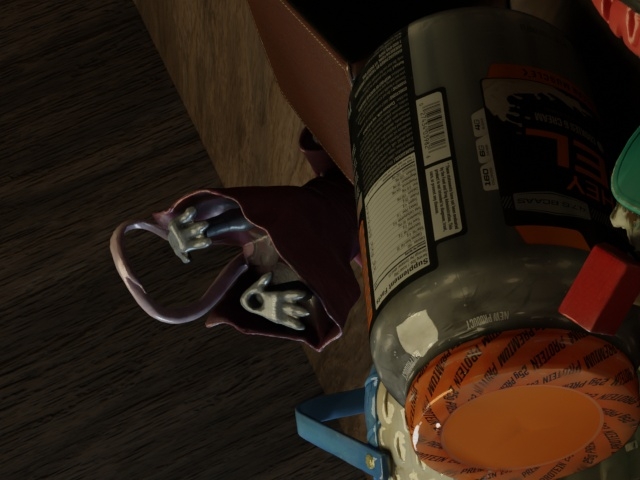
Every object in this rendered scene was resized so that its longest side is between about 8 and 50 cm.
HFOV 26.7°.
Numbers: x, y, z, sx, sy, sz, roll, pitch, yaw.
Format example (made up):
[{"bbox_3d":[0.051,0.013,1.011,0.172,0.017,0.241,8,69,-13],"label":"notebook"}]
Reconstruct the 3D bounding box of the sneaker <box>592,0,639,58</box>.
[{"bbox_3d":[0.167,-0.206,0.804,0.276,0.098,0.135,49,161,50],"label":"sneaker"}]

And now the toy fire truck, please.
[{"bbox_3d":[0.238,0.059,0.824,0.135,0.047,0.192,33,-169,29],"label":"toy fire truck"}]

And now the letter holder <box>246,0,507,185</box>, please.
[{"bbox_3d":[0.054,-0.176,1.286,0.302,0.152,0.214,53,166,49],"label":"letter holder"}]

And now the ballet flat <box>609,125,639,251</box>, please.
[{"bbox_3d":[0.294,0.011,0.674,0.409,0.147,0.147,-134,22,-68],"label":"ballet flat"}]

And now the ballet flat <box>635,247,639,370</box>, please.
[{"bbox_3d":[0.281,0.093,0.990,0.086,0.086,0.248,76,166,-45],"label":"ballet flat"}]

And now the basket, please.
[{"bbox_3d":[0.138,0.159,1.151,0.289,0.255,0.201,-152,53,-65],"label":"basket"}]

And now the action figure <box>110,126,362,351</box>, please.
[{"bbox_3d":[0.000,0.000,1.504,0.370,0.276,0.248,-34,-79,-55],"label":"action figure"}]

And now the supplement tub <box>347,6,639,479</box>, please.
[{"bbox_3d":[0.124,0.001,0.967,0.193,0.194,0.316,79,-175,-52],"label":"supplement tub"}]
